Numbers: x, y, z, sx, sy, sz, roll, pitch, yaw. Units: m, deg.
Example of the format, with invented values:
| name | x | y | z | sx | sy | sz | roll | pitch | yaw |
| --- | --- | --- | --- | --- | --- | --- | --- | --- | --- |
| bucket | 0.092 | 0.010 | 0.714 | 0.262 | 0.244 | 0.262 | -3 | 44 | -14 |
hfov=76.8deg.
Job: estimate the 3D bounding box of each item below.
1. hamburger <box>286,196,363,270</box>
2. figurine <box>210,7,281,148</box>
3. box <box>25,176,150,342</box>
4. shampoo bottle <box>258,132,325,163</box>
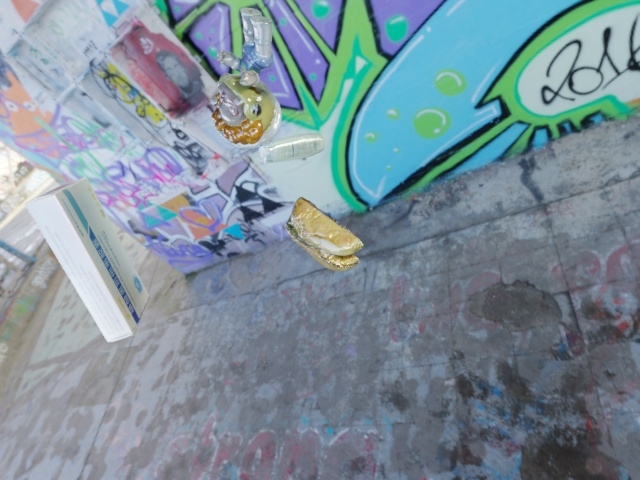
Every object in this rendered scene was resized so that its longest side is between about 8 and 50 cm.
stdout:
| name | x | y | z | sx | sy | sz | roll | pitch | yaw |
| --- | --- | --- | --- | --- | --- | --- | --- | --- | --- |
| hamburger | 0.000 | 0.000 | 1.211 | 0.131 | 0.262 | 0.124 | -47 | -11 | -42 |
| figurine | -0.185 | -0.442 | 1.163 | 0.205 | 0.224 | 0.382 | -27 | -14 | -36 |
| box | -0.511 | 0.040 | 0.926 | 0.065 | 0.343 | 0.200 | -20 | 21 | -5 |
| shampoo bottle | -0.082 | -0.280 | 1.218 | 0.213 | 0.072 | 0.049 | -17 | 31 | -32 |
